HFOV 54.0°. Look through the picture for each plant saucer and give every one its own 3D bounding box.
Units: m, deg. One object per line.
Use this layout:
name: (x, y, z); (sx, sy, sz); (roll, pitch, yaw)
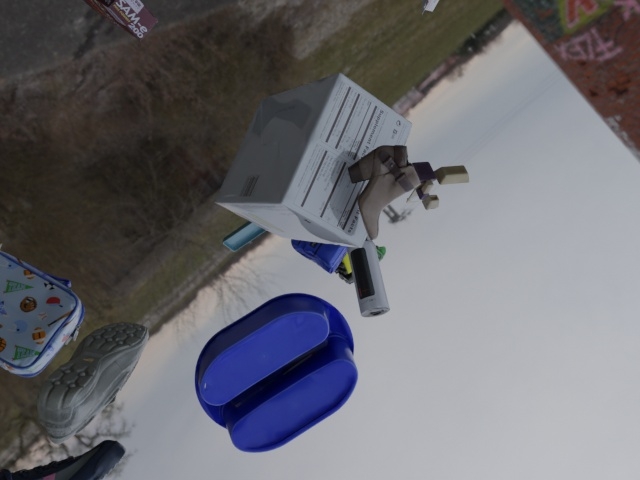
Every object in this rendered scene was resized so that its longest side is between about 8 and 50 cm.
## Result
plant saucer: (-0.161, -0.039, 1.607); (0.192, 0.018, 0.067); (-34, 150, 5)

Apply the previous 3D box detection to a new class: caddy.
caddy: (-0.088, 0.256, 1.255); (0.341, 0.241, 0.179); (-31, -172, -5)

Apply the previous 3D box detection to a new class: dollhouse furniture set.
dollhouse furniture set: (0.215, -0.084, 1.135); (0.115, 0.091, 0.081); (-7, 148, -22)

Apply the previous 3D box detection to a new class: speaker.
speaker: (0.088, 0.072, 1.164); (0.055, 0.055, 0.136); (-37, -125, 45)

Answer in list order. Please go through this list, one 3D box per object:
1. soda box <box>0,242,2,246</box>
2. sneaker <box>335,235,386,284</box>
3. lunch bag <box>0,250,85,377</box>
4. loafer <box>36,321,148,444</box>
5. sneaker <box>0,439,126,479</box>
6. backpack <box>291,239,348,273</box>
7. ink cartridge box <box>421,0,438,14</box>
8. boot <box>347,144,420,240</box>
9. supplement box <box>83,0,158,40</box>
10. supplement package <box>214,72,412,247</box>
soda box: (-0.573, 0.039, 0.984); (0.061, 0.058, 0.181); (-64, -171, 10)
sneaker: (0.043, -0.070, 1.573); (0.146, 0.343, 0.134); (-30, -169, -15)
lunch bag: (-0.729, 0.169, 1.504); (0.243, 0.304, 0.115); (-59, 177, -26)
loafer: (-0.423, 0.255, 1.190); (0.319, 0.112, 0.111); (-54, 154, -67)
sneaker: (-0.458, 0.383, 0.955); (0.319, 0.131, 0.112); (-33, 177, -33)
backpack: (0.000, 0.000, 1.334); (0.098, 0.120, 0.101); (-56, 174, 0)
ink cartridge box: (0.261, -0.576, 1.478); (0.048, 0.028, 0.083); (122, -23, -70)
boot: (0.090, -0.066, 0.835); (0.087, 0.118, 0.042); (-16, -168, 11)
supplement box: (-0.516, -0.589, 1.512); (0.073, 0.239, 0.130); (-52, 153, -4)
supplement package: (-0.021, -0.115, 0.974); (0.262, 0.145, 0.203); (6, -109, 61)
